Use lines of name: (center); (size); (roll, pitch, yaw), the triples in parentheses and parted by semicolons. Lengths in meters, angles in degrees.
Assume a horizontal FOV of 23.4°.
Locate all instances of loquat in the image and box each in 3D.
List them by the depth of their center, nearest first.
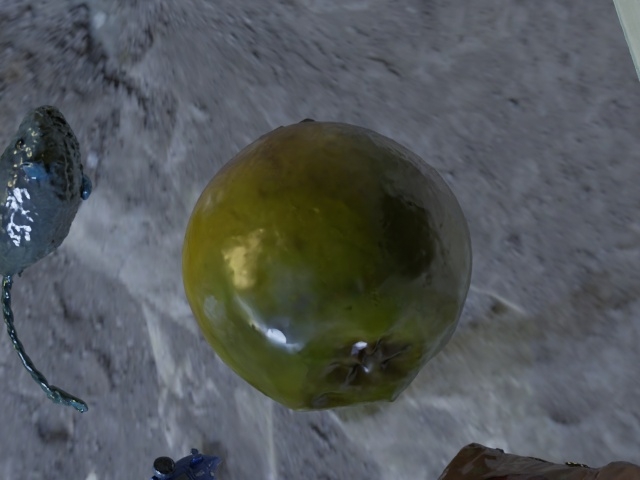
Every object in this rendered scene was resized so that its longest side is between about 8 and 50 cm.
loquat: (0.000, 0.000, 1.147); (0.213, 0.246, 0.213); (-12, 143, -9)

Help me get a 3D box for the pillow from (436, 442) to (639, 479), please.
pillow: (0.170, 0.196, 1.004); (0.135, 0.248, 0.049); (-44, 123, -41)

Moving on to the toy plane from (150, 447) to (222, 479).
toy plane: (-0.147, 0.243, 1.414); (0.062, 0.167, 0.054); (40, 137, 22)

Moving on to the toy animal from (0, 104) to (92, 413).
toy animal: (-0.230, 0.017, 1.238); (0.070, 0.079, 0.253); (-11, 112, -43)

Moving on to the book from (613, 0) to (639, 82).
book: (0.283, -0.106, 1.025); (0.264, 0.202, 0.027); (29, 128, -34)
